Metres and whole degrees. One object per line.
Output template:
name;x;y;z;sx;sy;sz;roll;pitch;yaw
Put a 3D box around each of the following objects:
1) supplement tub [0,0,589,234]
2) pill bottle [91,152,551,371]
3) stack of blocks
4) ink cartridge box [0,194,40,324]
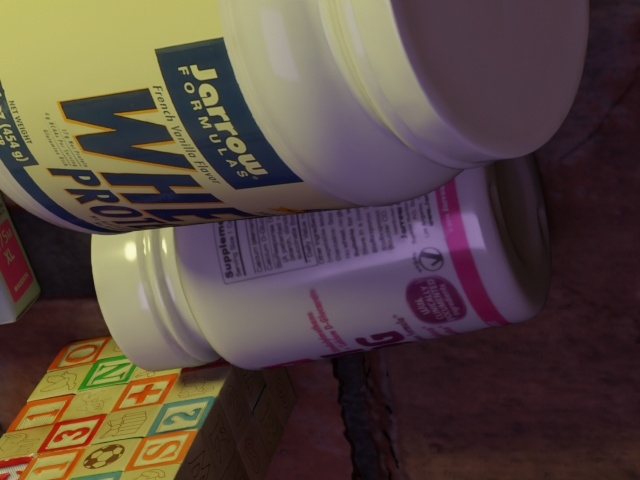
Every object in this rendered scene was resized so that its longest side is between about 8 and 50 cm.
supplement tub;-0.035;-0.129;1.048;0.325;0.235;0.235;-5;116;39
pill bottle;0.000;0.000;1.231;0.283;0.160;0.160;-12;113;21
stack of blocks;-0.141;0.168;1.275;0.171;0.297;0.087;-12;113;19
ink cartridge box;-0.350;-0.069;1.350;0.185;0.065;0.311;-11;111;19
